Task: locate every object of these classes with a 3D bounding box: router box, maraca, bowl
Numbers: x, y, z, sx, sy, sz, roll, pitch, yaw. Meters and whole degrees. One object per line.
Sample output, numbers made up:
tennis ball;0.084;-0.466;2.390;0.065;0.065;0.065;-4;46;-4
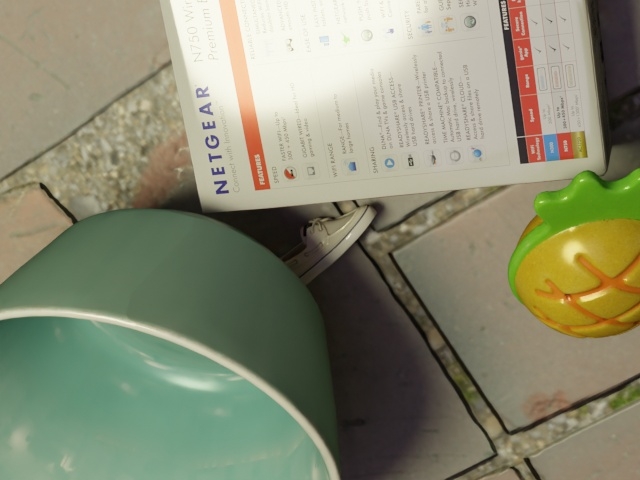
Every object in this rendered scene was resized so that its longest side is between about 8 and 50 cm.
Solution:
router box;0.036;-0.200;1.081;0.301;0.082;0.335;-4;108;15
maraca;0.198;0.005;1.087;0.127;0.099;0.185;-7;147;-3
bowl;-0.118;0.092;1.147;0.312;0.163;0.311;11;141;9

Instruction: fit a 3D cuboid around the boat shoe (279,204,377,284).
boat shoe;0.000;0.000;1.190;0.035;0.035;0.100;45;120;-8
